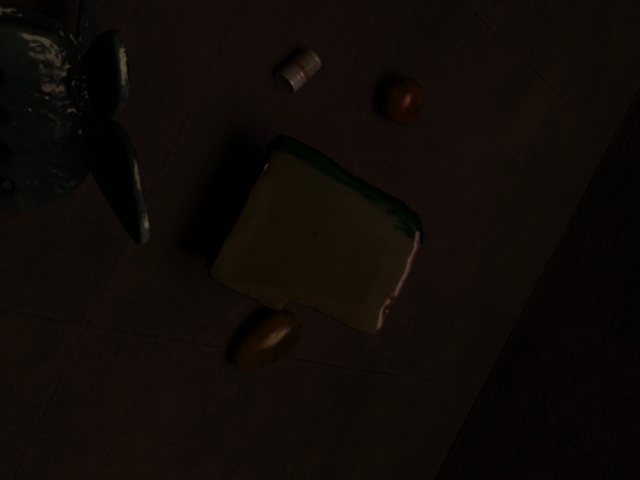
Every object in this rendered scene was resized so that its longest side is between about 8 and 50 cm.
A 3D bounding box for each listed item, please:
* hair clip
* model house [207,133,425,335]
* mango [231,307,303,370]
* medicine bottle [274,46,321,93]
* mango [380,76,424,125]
[{"bbox_3d":[-0.415,-0.195,1.446,0.239,0.392,0.318,-8,126,-19],"label":"hair clip"},{"bbox_3d":[0.000,0.000,2.062,0.334,0.382,0.342,-63,-178,3],"label":"model house"},{"bbox_3d":[-0.126,0.241,2.302,0.195,0.098,0.137,-43,147,-17],"label":"mango"},{"bbox_3d":[-0.046,-0.351,2.000,0.089,0.057,0.057,-46,144,-20],"label":"medicine bottle"},{"bbox_3d":[0.201,-0.332,2.315,0.111,0.089,0.163,-56,158,14],"label":"mango"}]
